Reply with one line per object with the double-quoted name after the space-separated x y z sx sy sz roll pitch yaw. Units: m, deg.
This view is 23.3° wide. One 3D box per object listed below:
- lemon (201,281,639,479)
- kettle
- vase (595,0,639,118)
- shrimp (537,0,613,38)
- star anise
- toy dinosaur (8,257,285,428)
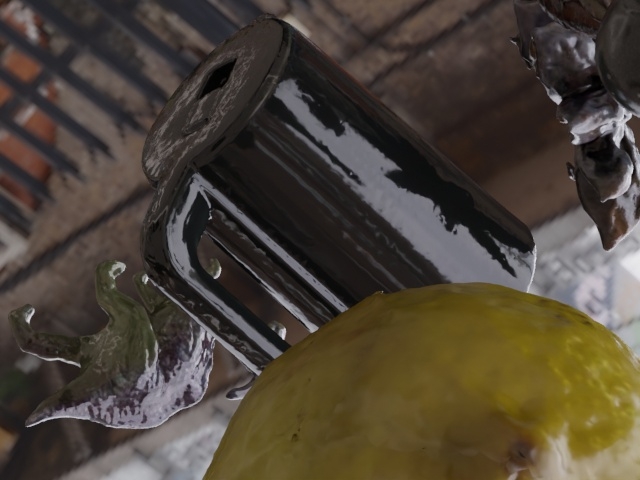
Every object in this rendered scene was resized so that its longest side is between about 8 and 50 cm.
0.061 0.149 0.737 0.260 0.284 0.261 -6 -111 16 "lemon"
-0.005 -0.004 1.324 0.262 0.308 0.203 -54 -154 -10 "kettle"
0.248 -0.094 1.011 0.120 0.183 0.120 -14 -142 12 "vase"
0.220 -0.180 1.151 0.056 0.065 0.165 -20 -155 -38 "shrimp"
0.220 -0.123 1.302 0.081 0.262 0.230 -21 -178 20 "star anise"
-0.169 0.100 1.521 0.294 0.162 0.077 -18 161 -23 "toy dinosaur"
